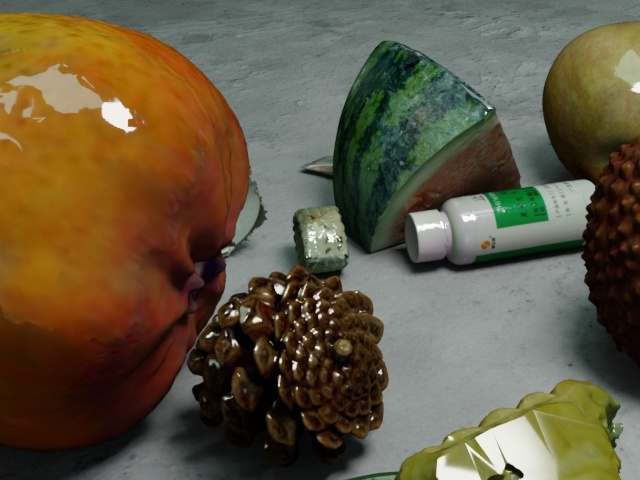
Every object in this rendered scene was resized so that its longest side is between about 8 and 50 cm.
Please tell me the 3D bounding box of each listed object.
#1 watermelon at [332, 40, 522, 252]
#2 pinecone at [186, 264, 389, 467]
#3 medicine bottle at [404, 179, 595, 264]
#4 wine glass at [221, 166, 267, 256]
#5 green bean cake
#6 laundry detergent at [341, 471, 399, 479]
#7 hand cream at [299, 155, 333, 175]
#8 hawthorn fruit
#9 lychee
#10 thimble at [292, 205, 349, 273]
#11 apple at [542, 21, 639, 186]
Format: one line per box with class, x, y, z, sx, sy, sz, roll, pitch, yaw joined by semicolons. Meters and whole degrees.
watermelon;0.159;-0.101;1.354;0.293;0.283;0.250;20;18;-3
pinecone;-0.037;0.129;0.991;0.208;0.207;0.207;-3;28;1
medicine bottle;0.246;-0.021;1.323;0.260;0.095;0.095;-10;29;-11
wine glass;-0.215;-0.117;1.462;0.191;0.190;0.357;-14;31;-19
green bean cake;0.191;0.238;0.744;0.233;0.124;0.236;-17;53;-23
laundry detergent;0.041;0.260;0.855;0.211;0.063;0.137;0;35;7
hand cream;0.065;-0.112;1.575;0.210;0.043;0.067;14;30;39
hawthorn fruit;-0.306;-0.022;1.020;0.472;0.471;0.471;-3;28;1
lychee;0.417;0.015;1.045;0.276;0.304;0.275;-33;19;13
thimble;0.000;0.000;1.318;0.062;0.084;0.110;-8;23;-9
apple;0.449;-0.184;1.442;0.257;0.256;0.233;7;47;20
